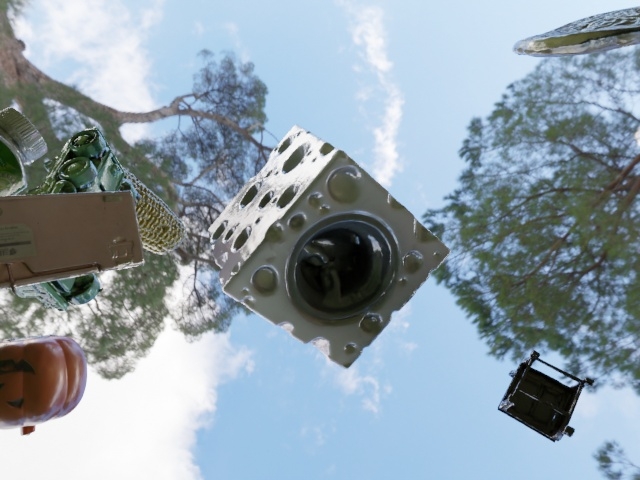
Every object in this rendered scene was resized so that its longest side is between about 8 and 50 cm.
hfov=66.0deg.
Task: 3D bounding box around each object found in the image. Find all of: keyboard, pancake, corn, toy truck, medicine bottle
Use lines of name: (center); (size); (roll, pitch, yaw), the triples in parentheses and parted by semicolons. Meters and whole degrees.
keyboard: (-0.176, 0.004, 0.271); (0.166, 0.017, 0.055); (-11, -90, -52)
pancake: (0.367, -0.264, 0.616); (0.250, 0.031, 0.250); (-10, -156, 5)
corn: (-0.419, -0.073, 1.050); (0.130, 0.347, 0.130); (-12, -123, 20)
toy truck: (-0.359, -0.030, 0.679); (0.135, 0.128, 0.260); (-8, -133, 5)
medicine bottle: (-0.537, -0.122, 0.768); (0.088, 0.132, 0.188); (20, -126, 32)

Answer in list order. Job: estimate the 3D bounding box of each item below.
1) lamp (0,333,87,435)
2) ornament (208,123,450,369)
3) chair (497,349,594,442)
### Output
lamp: (-0.491, 0.242, 0.826); (0.187, 0.187, 0.164); (-3, -98, -7)
ornament: (0.000, 0.000, 0.770); (0.239, 0.240, 0.239); (38, -84, -27)
chair: (0.386, 0.284, 0.883); (0.106, 0.229, 0.113); (28, -109, 21)
